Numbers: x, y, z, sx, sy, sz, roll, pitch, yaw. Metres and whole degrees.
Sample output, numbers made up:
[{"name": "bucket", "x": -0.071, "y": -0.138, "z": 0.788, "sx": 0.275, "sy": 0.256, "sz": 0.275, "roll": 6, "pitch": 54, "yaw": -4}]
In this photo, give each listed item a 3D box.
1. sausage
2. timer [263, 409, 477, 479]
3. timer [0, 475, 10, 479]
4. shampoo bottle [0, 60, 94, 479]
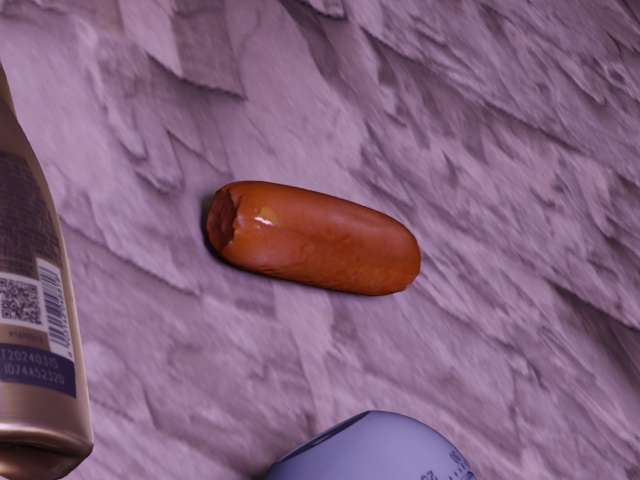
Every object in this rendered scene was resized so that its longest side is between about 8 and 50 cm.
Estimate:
[{"name": "sausage", "x": 0.000, "y": 0.000, "z": 1.449, "sx": 0.197, "sy": 0.076, "sz": 0.076, "roll": 15, "pitch": 51, "yaw": -40}, {"name": "timer", "x": 0.049, "y": 0.236, "z": 1.241, "sx": 0.175, "sy": 0.175, "sz": 0.255, "roll": 4, "pitch": 57, "yaw": -44}, {"name": "timer", "x": -0.176, "y": 0.239, "z": 1.079, "sx": 0.253, "sy": 0.078, "sz": 0.178, "roll": 31, "pitch": 45, "yaw": -21}, {"name": "shampoo bottle", "x": -0.227, "y": -0.014, "z": 1.219, "sx": 0.126, "sy": 0.084, "sz": 0.350, "roll": 14, "pitch": 52, "yaw": -42}]
